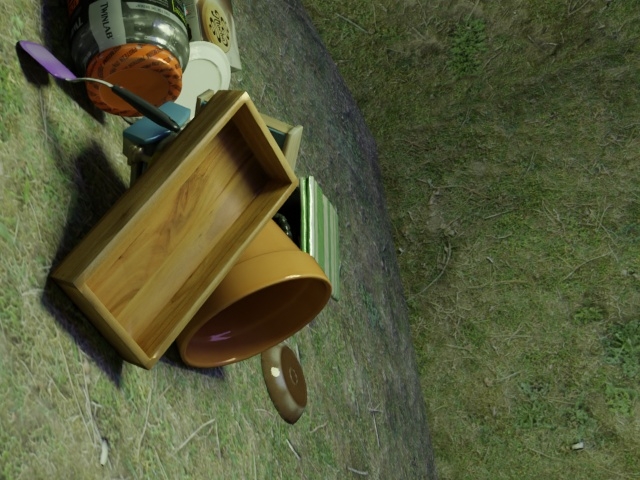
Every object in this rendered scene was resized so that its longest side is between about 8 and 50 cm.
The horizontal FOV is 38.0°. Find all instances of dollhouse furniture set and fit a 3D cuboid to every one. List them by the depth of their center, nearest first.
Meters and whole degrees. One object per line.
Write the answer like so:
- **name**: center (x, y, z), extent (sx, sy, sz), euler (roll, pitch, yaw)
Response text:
- **dollhouse furniture set**: center (-0.204, -0.083, 1.637), extent (0.303, 0.198, 0.286), euler (-46, 155, -51)

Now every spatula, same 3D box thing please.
- **spatula**: center (-0.348, -0.243, 1.469), extent (0.296, 0.030, 0.084), euler (27, 11, 10)

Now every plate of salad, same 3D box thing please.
- **plate of salad**: center (-0.273, -0.321, 1.915), extent (0.048, 0.200, 0.200), euler (40, -5, 34)

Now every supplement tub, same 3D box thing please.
- **supplement tub**: center (-0.345, -0.402, 1.659), extent (0.207, 0.207, 0.338), euler (47, 26, -57)

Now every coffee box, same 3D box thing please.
- **coffee box**: center (-0.287, -0.527, 2.096), extent (0.168, 0.119, 0.297), euler (4, 76, -65)

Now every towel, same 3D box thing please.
- **towel**: center (0.000, 0.000, 2.265), extent (0.325, 0.038, 0.247), euler (50, 37, -72)

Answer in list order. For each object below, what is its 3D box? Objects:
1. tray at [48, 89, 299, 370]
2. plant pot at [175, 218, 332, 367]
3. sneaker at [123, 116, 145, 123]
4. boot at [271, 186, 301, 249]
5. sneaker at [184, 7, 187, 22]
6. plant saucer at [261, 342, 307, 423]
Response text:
- **tray**: center (-0.212, -0.024, 1.448), extent (0.411, 0.076, 0.203), euler (-53, 133, -27)
- **plant pot**: center (-0.153, 0.066, 1.657), extent (0.203, 0.291, 0.291), euler (60, 9, 23)
- **sneaker**: center (-0.329, -0.237, 1.798), extent (0.152, 0.061, 0.053), euler (44, 28, -63)
- **boot**: center (-0.101, -0.024, 2.218), extent (0.260, 0.131, 0.348), euler (44, 30, -61)
- **sneaker**: center (-0.343, -0.448, 1.944), extent (0.125, 0.104, 0.261), euler (37, 35, -62)
- **plant saucer**: center (-0.074, 0.308, 2.072), extent (0.198, 0.036, 0.198), euler (-20, 90, -75)
